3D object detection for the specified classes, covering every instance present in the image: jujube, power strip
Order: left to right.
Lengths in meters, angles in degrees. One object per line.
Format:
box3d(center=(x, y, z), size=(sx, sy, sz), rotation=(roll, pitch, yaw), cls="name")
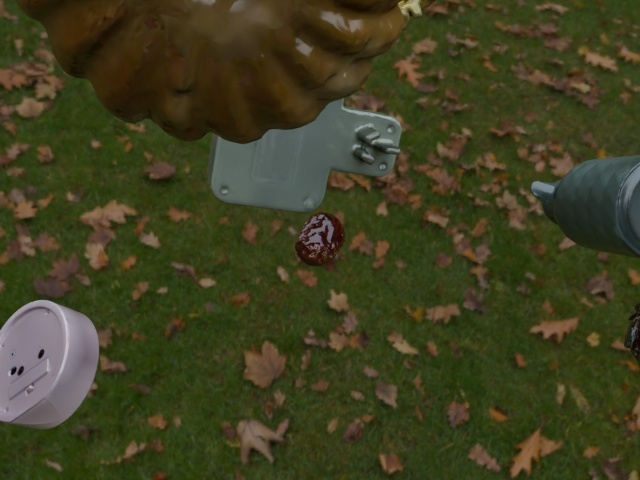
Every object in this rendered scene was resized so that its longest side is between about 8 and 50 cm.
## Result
box3d(center=(-0.015, -0.150, 1.050), size=(0.261, 0.229, 0.141), rotation=(8, 13, -16), cls="power strip")
box3d(center=(0.000, 0.000, 1.261), size=(0.077, 0.077, 0.129), rotation=(15, 27, 7), cls="jujube")

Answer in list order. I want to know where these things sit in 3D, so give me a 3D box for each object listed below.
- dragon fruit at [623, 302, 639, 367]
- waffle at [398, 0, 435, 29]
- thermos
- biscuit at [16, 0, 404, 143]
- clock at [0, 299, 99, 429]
box3d(center=(0.593, 0.158, 1.216), size=(0.189, 0.182, 0.182), rotation=(-15, 48, -16), cls="dragon fruit")
box3d(center=(0.073, -0.325, 1.004), size=(0.192, 0.046, 0.160), rotation=(1, 47, 32), cls="waffle")
box3d(center=(0.443, -0.048, 1.103), size=(0.182, 0.144, 0.286), rotation=(22, 1, -9), cls="thermos")
box3d(center=(-0.075, -0.219, 0.560), size=(0.326, 0.325, 0.107), rotation=(-1, 32, -10), cls="biscuit")
box3d(center=(-0.447, 0.198, 1.184), size=(0.197, 0.068, 0.196), rotation=(-15, 61, 29), cls="clock")
